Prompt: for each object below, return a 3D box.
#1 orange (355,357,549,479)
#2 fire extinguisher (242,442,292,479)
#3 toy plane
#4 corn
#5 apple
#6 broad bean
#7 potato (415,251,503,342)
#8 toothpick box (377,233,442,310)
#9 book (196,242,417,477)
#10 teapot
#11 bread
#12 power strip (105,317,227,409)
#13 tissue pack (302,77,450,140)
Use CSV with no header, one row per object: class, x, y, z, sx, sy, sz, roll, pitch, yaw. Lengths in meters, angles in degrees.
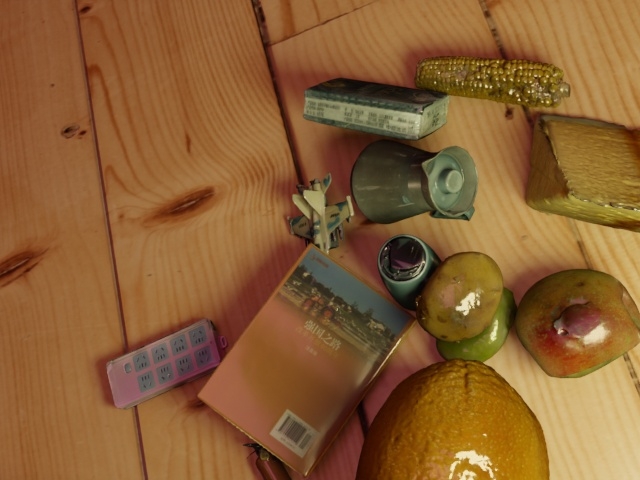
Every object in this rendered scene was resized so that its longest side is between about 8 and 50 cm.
orange,0.217,0.376,1.265,0.322,0.322,0.357,7,67,20
fire extinguisher,-0.086,0.460,1.483,0.062,0.050,0.177,-17,59,-34
toy plane,0.008,-0.001,1.591,0.192,0.088,0.262,-15,88,44
corn,0.350,-0.330,1.582,0.320,0.097,0.097,11,76,24
apple,0.448,0.139,1.348,0.188,0.174,0.207,-37,19,24
broad bean,0.297,0.161,1.441,0.124,0.082,0.174,29,90,49
potato,0.247,0.102,1.364,0.137,0.137,0.176,37,107,25
toothpick box,0.173,0.058,1.459,0.120,0.184,0.120,-6,70,16
book,-0.024,0.225,1.489,0.262,0.028,0.374,36,77,7
teapot,0.190,-0.104,1.493,0.225,0.203,0.171,6,63,53
bread,0.550,-0.125,1.324,0.346,0.405,0.242,12,87,9
power strip,-0.328,0.263,1.637,0.279,0.037,0.109,-24,67,9
tissue pack,0.117,-0.274,1.593,0.257,0.185,0.081,14,114,22
